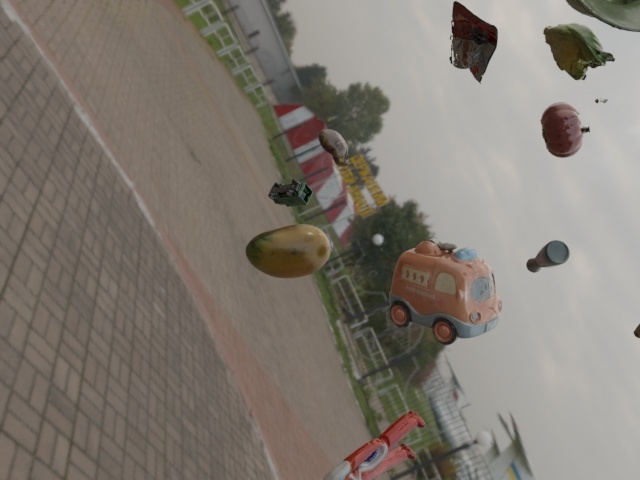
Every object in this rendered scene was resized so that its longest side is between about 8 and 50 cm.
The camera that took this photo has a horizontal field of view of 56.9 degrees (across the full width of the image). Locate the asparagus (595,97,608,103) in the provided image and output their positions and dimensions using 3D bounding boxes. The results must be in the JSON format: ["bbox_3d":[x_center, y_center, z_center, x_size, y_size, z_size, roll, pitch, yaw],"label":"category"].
[{"bbox_3d":[0.860,-0.428,1.809,0.162,0.016,0.016,-18,123,-54],"label":"asparagus"}]

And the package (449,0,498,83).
[{"bbox_3d":[0.504,-0.647,1.959,0.194,0.071,0.269,36,-24,26],"label":"package"}]

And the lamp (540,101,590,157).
[{"bbox_3d":[0.784,-0.357,1.894,0.182,0.140,0.182,45,37,-51],"label":"lamp"}]

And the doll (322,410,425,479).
[{"bbox_3d":[0.072,0.519,1.299,0.099,0.383,0.188,41,-39,39],"label":"doll"}]

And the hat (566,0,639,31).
[{"bbox_3d":[0.451,-0.431,0.918,0.130,0.257,0.257,172,-107,-83],"label":"hat"}]

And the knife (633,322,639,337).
[{"bbox_3d":[0.878,0.188,1.569,0.047,0.017,0.298,59,-8,32],"label":"knife"}]

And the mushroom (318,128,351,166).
[{"bbox_3d":[0.061,-0.360,2.269,0.171,0.080,0.135,54,30,-4],"label":"mushroom"}]

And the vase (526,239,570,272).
[{"bbox_3d":[0.798,0.065,2.096,0.214,0.086,0.086,100,-33,-75],"label":"vase"}]

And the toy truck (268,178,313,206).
[{"bbox_3d":[-0.110,-0.165,2.061,0.079,0.147,0.065,48,54,-37],"label":"toy truck"}]

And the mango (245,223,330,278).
[{"bbox_3d":[-0.082,0.031,1.521,0.152,0.221,0.120,92,-17,-46],"label":"mango"}]

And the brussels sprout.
[{"bbox_3d":[0.663,-0.500,1.525,0.181,0.100,0.139,61,2,26],"label":"brussels sprout"}]

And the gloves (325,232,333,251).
[{"bbox_3d":[0.000,0.000,1.643,0.026,0.064,0.086,-61,-143,38],"label":"gloves"}]

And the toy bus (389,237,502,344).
[{"bbox_3d":[0.318,0.117,1.502,0.287,0.194,0.232,15,-72,43],"label":"toy bus"}]
